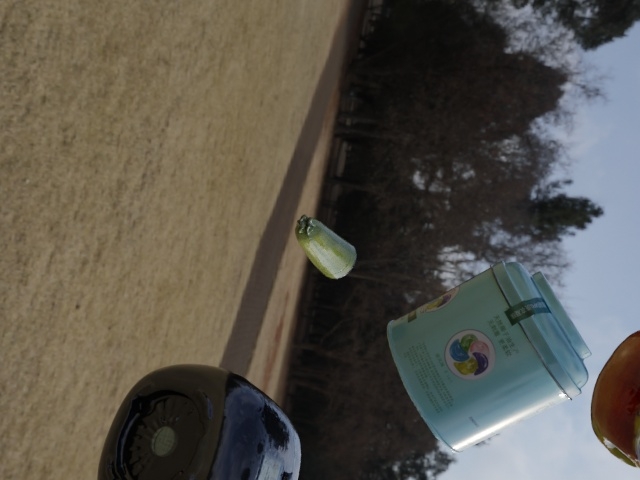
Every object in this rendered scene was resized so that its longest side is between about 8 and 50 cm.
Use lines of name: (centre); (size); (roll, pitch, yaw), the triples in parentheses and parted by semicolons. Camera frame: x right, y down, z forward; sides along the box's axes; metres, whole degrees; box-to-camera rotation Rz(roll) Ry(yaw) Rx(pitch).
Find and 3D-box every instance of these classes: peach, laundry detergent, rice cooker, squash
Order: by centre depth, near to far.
rice cooker: (-0.167, 0.310, 0.938); (0.224, 0.267, 0.267); (52, 42, -53)
laundry detergent: (0.329, 0.209, 1.274); (0.287, 0.305, 0.287); (53, 16, -21)
squash: (0.000, 0.000, 1.408); (0.224, 0.094, 0.094); (49, 46, -56)
peach: (0.867, 0.387, 1.768); (0.380, 0.306, 0.242); (-42, -157, -8)
